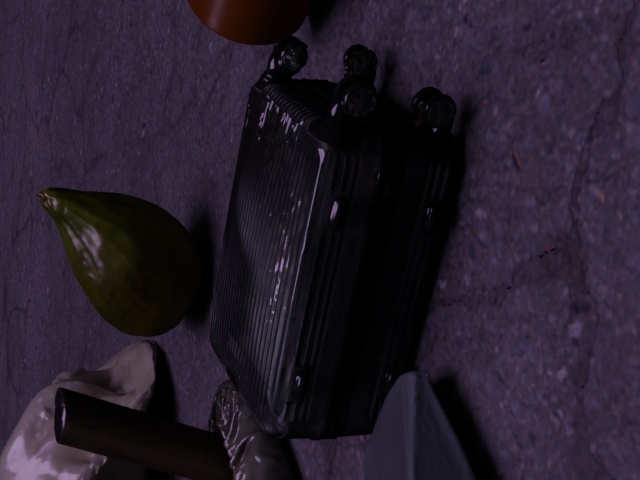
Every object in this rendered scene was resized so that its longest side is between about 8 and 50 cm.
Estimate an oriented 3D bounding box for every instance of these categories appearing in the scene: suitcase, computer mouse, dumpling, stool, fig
[{"bbox_3d":[0.000,0.000,0.883,0.202,0.128,0.312,-133,50,-57],"label":"suitcase"},{"bbox_3d":[0.077,0.207,0.768,0.231,0.079,0.128,-90,17,-46],"label":"computer mouse"},{"bbox_3d":[-0.325,0.286,1.538,0.315,0.233,0.395,-51,16,3],"label":"dumpling"},{"bbox_3d":[-0.169,0.339,1.103,0.310,0.226,0.310,-118,37,-48],"label":"stool"},{"bbox_3d":[-0.243,0.013,1.342,0.167,0.167,0.233,20,132,64],"label":"fig"}]

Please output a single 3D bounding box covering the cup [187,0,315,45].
[{"bbox_3d":[-0.061,-0.306,0.956,0.264,0.226,0.182,123,139,-58],"label":"cup"}]
